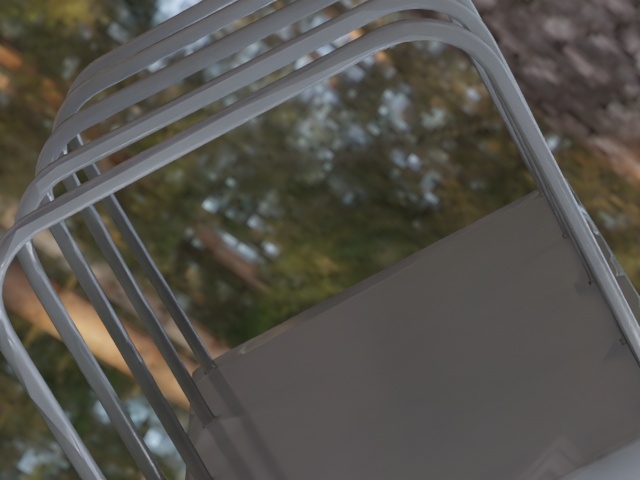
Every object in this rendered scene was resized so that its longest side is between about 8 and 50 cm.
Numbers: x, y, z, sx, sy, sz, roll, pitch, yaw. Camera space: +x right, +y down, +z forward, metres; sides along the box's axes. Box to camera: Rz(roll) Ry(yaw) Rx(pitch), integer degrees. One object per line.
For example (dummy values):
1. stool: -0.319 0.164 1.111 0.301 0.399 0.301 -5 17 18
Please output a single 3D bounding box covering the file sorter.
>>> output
1. file sorter: 0.000 0.000 0.717 0.193 0.173 0.278 -27 -165 6
